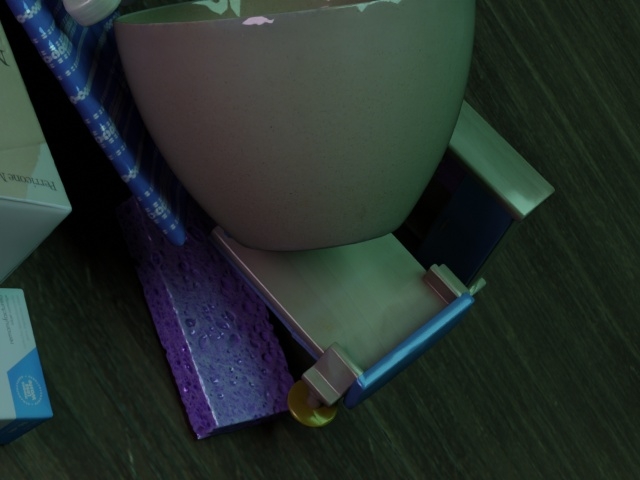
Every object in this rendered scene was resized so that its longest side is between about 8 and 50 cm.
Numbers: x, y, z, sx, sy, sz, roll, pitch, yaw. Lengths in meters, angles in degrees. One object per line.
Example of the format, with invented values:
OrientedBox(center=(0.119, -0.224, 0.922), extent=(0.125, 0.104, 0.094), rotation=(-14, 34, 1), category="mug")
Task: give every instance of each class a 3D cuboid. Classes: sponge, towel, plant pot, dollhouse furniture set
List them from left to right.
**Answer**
OrientedBox(center=(-0.189, -0.175, 1.567), extent=(0.336, 0.040, 0.243), rotation=(58, 11, -18), category="towel")
OrientedBox(center=(-0.093, 0.057, 1.651), extent=(0.117, 0.031, 0.210), rotation=(-6, 71, -52), category="sponge")
OrientedBox(center=(-0.011, -0.097, 1.542), extent=(0.284, 0.284, 0.191), rotation=(-20, 107, -53), category="plant pot")
OrientedBox(center=(0.000, 0.000, 1.739), extent=(0.286, 0.198, 0.303), rotation=(46, 59, 10), category="dollhouse furniture set")

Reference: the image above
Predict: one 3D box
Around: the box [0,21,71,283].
OrientedBox(center=(-0.307, -0.118, 1.394), extent=(0.148, 0.121, 0.311), rotation=(7, 50, -48), category="box")

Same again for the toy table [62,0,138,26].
OrientedBox(center=(-0.151, -0.298, 1.535), extent=(0.274, 0.161, 0.252), rotation=(55, 14, -42), category="toy table")

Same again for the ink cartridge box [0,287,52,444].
OrientedBox(center=(-0.285, 0.090, 1.384), extent=(0.180, 0.060, 0.104), rotation=(3, 65, -48), category="ink cartridge box")
